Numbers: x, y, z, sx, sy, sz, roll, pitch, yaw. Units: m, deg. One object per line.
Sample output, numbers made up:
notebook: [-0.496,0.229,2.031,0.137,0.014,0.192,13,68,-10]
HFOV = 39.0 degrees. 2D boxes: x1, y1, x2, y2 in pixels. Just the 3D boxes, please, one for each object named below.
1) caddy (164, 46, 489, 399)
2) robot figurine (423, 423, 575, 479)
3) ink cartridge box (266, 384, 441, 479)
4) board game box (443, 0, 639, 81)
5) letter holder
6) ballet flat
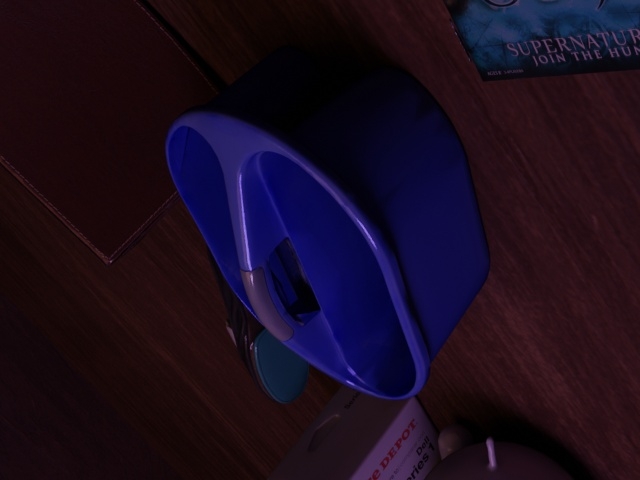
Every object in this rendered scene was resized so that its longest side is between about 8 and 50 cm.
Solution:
caddy: [0.000,0.000,0.792,0.241,0.179,0.341,19,146,37]
robot figurine: [0.205,0.361,1.035,0.353,0.199,0.300,78,170,-50]
ink cartridge box: [0.082,0.347,1.184,0.117,0.201,0.278,9,138,48]
board game box: [0.145,-0.155,0.525,0.186,0.026,0.126,6,137,51]
letter holder: [-0.243,-0.162,0.946,0.302,0.214,0.152,44,-174,-7]
ballet flat: [-0.080,0.084,1.147,0.096,0.095,0.280,31,144,43]
